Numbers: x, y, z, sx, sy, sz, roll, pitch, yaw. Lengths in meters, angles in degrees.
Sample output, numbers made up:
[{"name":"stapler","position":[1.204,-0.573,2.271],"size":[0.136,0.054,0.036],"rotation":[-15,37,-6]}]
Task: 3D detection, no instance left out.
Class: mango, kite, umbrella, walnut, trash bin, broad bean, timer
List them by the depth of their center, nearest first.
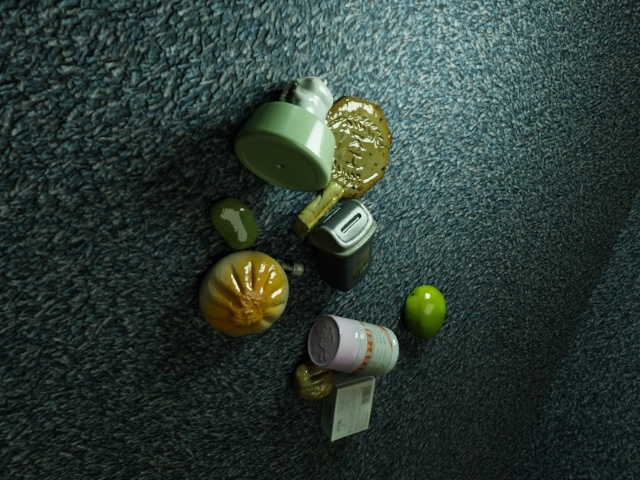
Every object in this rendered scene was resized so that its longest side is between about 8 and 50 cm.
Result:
[{"name":"timer","position":[-0.066,-0.347,1.216],"size":[0.290,0.290,0.315],"rotation":[32,69,-35]},{"name":"broad bean","position":[-0.262,-0.051,1.285],"size":[0.124,0.082,0.175],"rotation":[-30,121,-17]},{"name":"trash bin","position":[0.081,0.018,1.420],"size":[0.209,0.182,0.290],"rotation":[-43,145,-31]},{"name":"walnut","position":[-0.028,0.539,1.605],"size":[0.166,0.149,0.167],"rotation":[4,74,-16]},{"name":"mango","position":[0.455,0.325,1.812],"size":[0.185,0.149,0.273],"rotation":[-16,120,-27]},{"name":"umbrella","position":[0.285,0.428,1.812],"size":[0.269,0.044,0.044],"rotation":[-54,152,-5]},{"name":"kite","position":[0.034,0.934,1.861],"size":[0.090,0.004,0.122],"rotation":[25,94,-34]}]

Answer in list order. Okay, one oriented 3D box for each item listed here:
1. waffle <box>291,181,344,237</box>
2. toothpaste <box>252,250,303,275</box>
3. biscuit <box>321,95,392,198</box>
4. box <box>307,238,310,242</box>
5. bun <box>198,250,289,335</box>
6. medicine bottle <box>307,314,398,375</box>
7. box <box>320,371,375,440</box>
[{"name":"waffle","position":[-0.013,-0.094,1.326],"size":[0.057,0.274,0.168],"rotation":[44,81,-1]},{"name":"toothpaste","position":[-0.154,0.087,1.426],"size":[0.193,0.045,0.071],"rotation":[14,101,-28]},{"name":"biscuit","position":[0.108,-0.316,1.437],"size":[0.359,0.046,0.359],"rotation":[-11,113,-29]},{"name":"box","position":[0.000,0.000,1.496],"size":[0.083,0.024,0.054],"rotation":[27,94,-36]},{"name":"bun","position":[-0.237,0.186,1.318],"size":[0.298,0.165,0.299],"rotation":[-8,112,-19]},{"name":"medicine bottle","position":[0.130,0.413,1.614],"size":[0.315,0.202,0.202],"rotation":[19,97,-35]},{"name":"box","position":[0.115,0.690,1.759],"size":[0.194,0.111,0.261],"rotation":[-3,111,-30]}]
